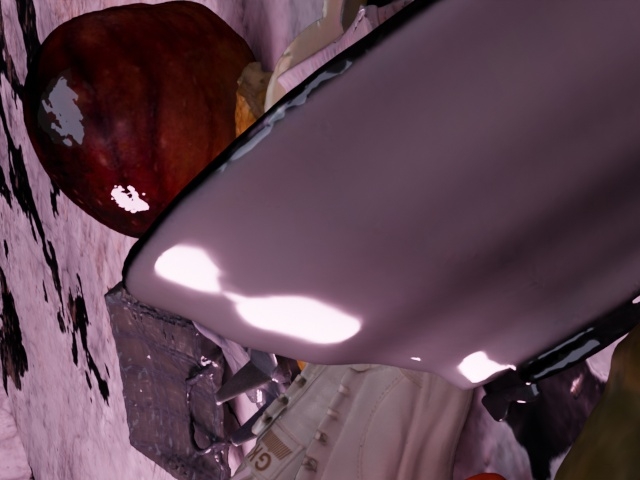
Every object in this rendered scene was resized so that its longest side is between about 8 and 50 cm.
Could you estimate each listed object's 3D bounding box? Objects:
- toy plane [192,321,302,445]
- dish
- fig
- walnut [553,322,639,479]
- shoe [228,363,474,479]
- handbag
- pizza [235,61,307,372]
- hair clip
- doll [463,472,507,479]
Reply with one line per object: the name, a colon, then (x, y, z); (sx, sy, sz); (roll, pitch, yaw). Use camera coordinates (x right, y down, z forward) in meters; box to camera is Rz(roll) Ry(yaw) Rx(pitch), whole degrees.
toy plane: (-0.061, 0.082, 1.400); (0.267, 0.088, 0.212); (-119, 10, -65)
dish: (0.093, -0.034, 0.530); (0.106, 0.316, 0.316); (55, 158, 3)
fig: (-0.140, -0.068, 1.325); (0.186, 0.203, 0.250); (-4, 98, 28)
walnut: (0.204, 0.117, 0.501); (0.283, 0.227, 0.283); (43, 180, 0)
shoe: (0.010, 0.132, 1.103); (0.124, 0.159, 0.316); (-146, 51, -62)
handbag: (-0.138, 0.142, 1.662); (0.175, 0.088, 0.270); (24, 125, 57)
pizza: (0.000, 0.000, 1.216); (0.197, 0.058, 0.292); (158, 97, -72)
hair clip: (0.015, -0.118, 1.085); (0.218, 0.071, 0.159); (151, 111, -63)
doll: (0.135, 0.268, 1.008); (0.142, 0.076, 0.245); (108, 148, -56)
